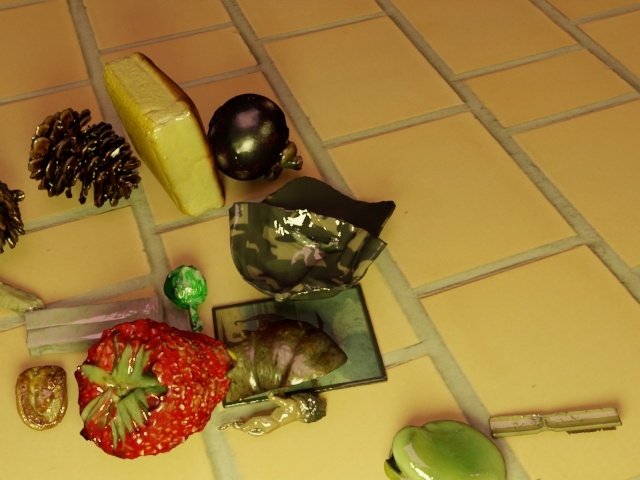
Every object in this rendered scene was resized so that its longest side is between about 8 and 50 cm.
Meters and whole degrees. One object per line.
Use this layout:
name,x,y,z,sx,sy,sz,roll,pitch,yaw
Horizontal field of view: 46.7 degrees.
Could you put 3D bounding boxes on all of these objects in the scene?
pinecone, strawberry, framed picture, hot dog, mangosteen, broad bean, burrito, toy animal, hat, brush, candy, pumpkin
pinecone,-0.817,-0.050,1.719,0.272,0.224,0.224,-34,55,-18
strawberry,-0.316,0.281,1.419,0.260,0.257,0.261,-6,74,23
pinecone,-0.585,-0.192,1.855,0.292,0.246,0.246,30,53,7
framed picture,-0.052,0.219,1.590,0.346,0.016,0.265,-7,47,-7
hot dog,-0.556,0.308,1.484,0.099,0.065,0.147,-3,44,-15
mangosteen,-0.161,-0.249,1.901,0.265,0.228,0.228,30,47,-14
broad bean,0.229,0.410,1.353,0.227,0.100,0.169,-6,54,-7
burrito,-0.696,0.129,1.666,0.188,0.045,0.058,19,57,16
toy animal,-0.094,0.332,1.448,0.219,0.069,0.086,-14,73,-8
hat,0.000,0.000,1.720,0.366,0.258,0.381,20,10,19
brush,0.453,0.359,1.440,0.247,0.036,0.043,-7,43,4
candy,-0.264,0.193,1.591,0.097,0.097,0.324,-14,57,-11
pumpkin,-0.058,0.210,1.440,0.253,0.149,0.131,-18,89,-32

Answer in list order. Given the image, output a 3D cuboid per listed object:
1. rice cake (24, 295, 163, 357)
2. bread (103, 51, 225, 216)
rice cake,-0.488,0.187,1.604,0.297,0.050,0.106,-7,46,-5
bread,-0.383,-0.261,1.840,0.143,0.324,0.333,-31,54,-15
